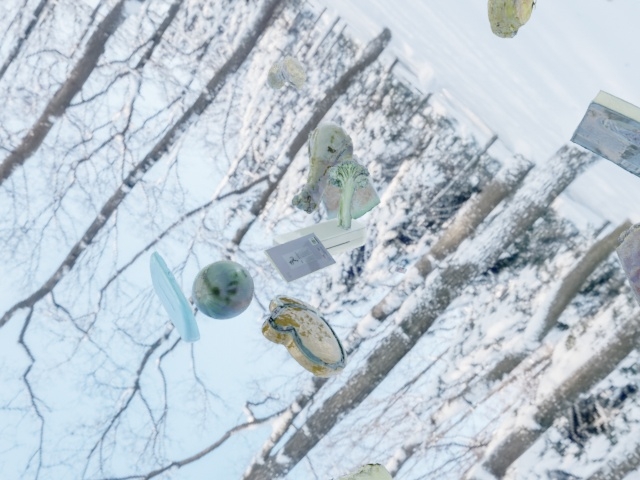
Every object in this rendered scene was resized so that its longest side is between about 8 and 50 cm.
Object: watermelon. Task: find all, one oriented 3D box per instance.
[{"bbox_3d":[-0.376,0.192,2.152,0.242,0.242,0.242,37,-165,-12],"label":"watermelon"},{"bbox_3d":[0.108,-0.250,2.460,0.151,0.264,0.302,-116,2,-60],"label":"watermelon"}]

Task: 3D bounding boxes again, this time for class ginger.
[{"bbox_3d":[-0.081,-0.408,1.373,0.089,0.075,0.288,45,177,-16],"label":"ginger"}]

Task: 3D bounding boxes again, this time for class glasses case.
[{"bbox_3d":[0.000,0.000,1.848,0.312,0.070,0.131,-18,-150,-31],"label":"glasses case"}]

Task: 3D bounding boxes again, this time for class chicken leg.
[{"bbox_3d":[0.000,-0.267,2.037,0.201,0.429,0.153,20,152,3],"label":"chicken leg"}]

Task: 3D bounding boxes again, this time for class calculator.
[{"bbox_3d":[-0.439,0.178,1.667,0.256,0.054,0.386,55,156,16],"label":"calculator"}]

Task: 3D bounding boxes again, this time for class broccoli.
[{"bbox_3d":[0.075,-0.128,1.580,0.118,0.204,0.122,6,160,9],"label":"broccoli"}]

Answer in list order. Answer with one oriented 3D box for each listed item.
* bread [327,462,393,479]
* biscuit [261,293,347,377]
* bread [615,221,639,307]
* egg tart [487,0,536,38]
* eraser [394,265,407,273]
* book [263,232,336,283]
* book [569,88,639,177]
[{"bbox_3d":[0.088,0.680,1.315,0.279,0.315,0.248,109,138,-67],"label":"bread"},{"bbox_3d":[-0.059,0.283,1.737,0.287,0.057,0.344,19,-156,-35],"label":"biscuit"},{"bbox_3d":[0.908,0.078,1.374,0.277,0.167,0.325,99,158,-71],"label":"bread"},{"bbox_3d":[0.349,-0.432,1.001,0.052,0.130,0.130,16,174,43],"label":"egg tart"},{"bbox_3d":[0.363,0.133,2.501,0.019,0.027,0.099,32,174,-21],"label":"eraser"},{"bbox_3d":[-0.058,0.049,1.603,0.181,0.014,0.127,-21,-118,-34],"label":"book"},{"bbox_3d":[0.878,-0.298,1.609,0.260,0.043,0.371,34,-178,16],"label":"book"}]
